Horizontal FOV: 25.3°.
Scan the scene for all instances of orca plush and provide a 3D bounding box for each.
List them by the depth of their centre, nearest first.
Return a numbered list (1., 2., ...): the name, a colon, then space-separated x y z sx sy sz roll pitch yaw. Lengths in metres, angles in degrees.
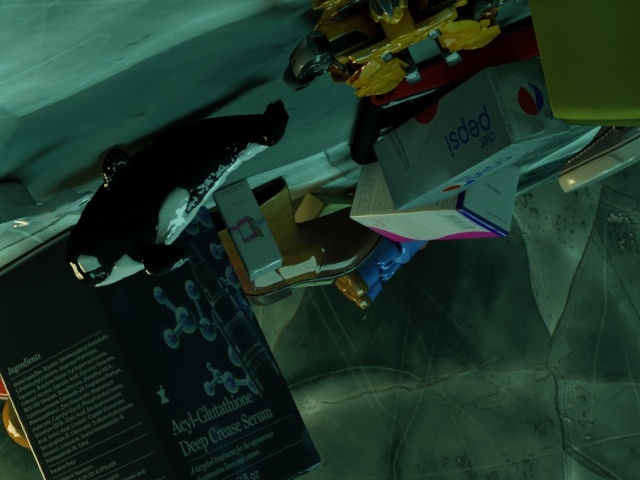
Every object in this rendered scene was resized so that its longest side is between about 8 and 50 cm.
1. orca plush: -0.165 -0.055 1.418 0.287 0.151 0.102 -24 144 31

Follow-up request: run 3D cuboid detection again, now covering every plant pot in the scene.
1. plant pot: 0.331 -0.216 1.511 0.187 0.212 0.212 -13 178 16

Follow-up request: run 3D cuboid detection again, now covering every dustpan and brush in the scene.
1. dustpan and brush: -0.297 -0.023 1.345 0.211 0.060 0.147 -27 173 32

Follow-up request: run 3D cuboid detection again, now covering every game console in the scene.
1. game console: 0.206 -0.202 1.847 0.342 0.060 0.386 -18 173 -4

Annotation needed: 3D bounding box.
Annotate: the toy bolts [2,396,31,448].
1. toy bolts: -0.395 0.163 2.079 0.158 0.218 0.228 -35 -173 35

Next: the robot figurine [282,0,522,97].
1. robot figurine: 0.069 -0.189 1.207 0.211 0.085 0.291 -25 175 9

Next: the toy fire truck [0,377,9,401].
1. toy fire truck: -0.486 0.288 2.643 0.302 0.169 0.254 2 172 25

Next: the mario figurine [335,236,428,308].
1. mario figurine: 0.141 -0.037 2.517 0.320 0.170 0.198 -42 -166 -12

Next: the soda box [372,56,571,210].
1. soda box: 0.175 -0.124 1.720 0.091 0.098 0.286 -15 173 -28

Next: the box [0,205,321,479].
1. box: -0.223 0.184 1.851 0.212 0.395 0.293 -28 174 30

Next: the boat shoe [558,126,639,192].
1. boat shoe: 0.502 -0.219 2.253 0.340 0.158 0.127 -31 173 15

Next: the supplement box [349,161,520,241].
1. supplement box: 0.165 -0.068 2.068 0.220 0.114 0.111 -4 157 45

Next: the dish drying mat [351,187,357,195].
1. dish drying mat: 0.072 -0.088 2.510 0.032 0.008 0.083 -24 175 4

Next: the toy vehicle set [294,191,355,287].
1. toy vehicle set: 0.000 0.000 2.404 0.166 0.035 0.267 -59 162 11

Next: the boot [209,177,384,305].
1. boot: -0.037 -0.030 2.138 0.264 0.096 0.280 -22 151 2

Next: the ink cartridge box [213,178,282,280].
1. ink cartridge box: -0.098 -0.013 1.932 0.052 0.122 0.088 -23 174 -5
